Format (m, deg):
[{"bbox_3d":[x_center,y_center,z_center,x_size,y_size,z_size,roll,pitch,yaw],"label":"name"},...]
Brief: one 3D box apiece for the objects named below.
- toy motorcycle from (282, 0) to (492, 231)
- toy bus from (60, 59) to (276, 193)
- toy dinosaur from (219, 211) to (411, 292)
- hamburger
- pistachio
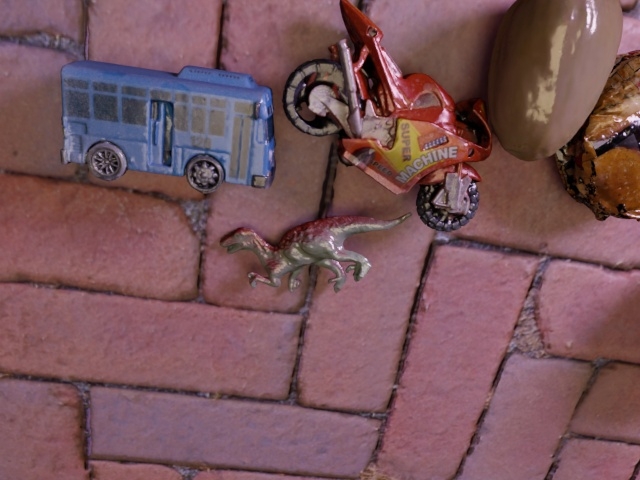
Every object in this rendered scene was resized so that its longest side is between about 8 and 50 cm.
[{"bbox_3d":[0.101,-0.139,0.617,0.298,0.089,0.171,34,107,-16],"label":"toy motorcycle"},{"bbox_3d":[-0.166,-0.137,0.589,0.234,0.116,0.133,7,110,-4],"label":"toy bus"},{"bbox_3d":[0.000,0.000,0.691,0.242,0.053,0.167,-34,105,21],"label":"toy dinosaur"},{"bbox_3d":[0.409,-0.134,0.629,0.231,0.107,0.230,-3,114,-7],"label":"hamburger"},{"bbox_3d":[0.259,-0.195,0.574,0.131,0.130,0.206,16,113,25],"label":"pistachio"}]
